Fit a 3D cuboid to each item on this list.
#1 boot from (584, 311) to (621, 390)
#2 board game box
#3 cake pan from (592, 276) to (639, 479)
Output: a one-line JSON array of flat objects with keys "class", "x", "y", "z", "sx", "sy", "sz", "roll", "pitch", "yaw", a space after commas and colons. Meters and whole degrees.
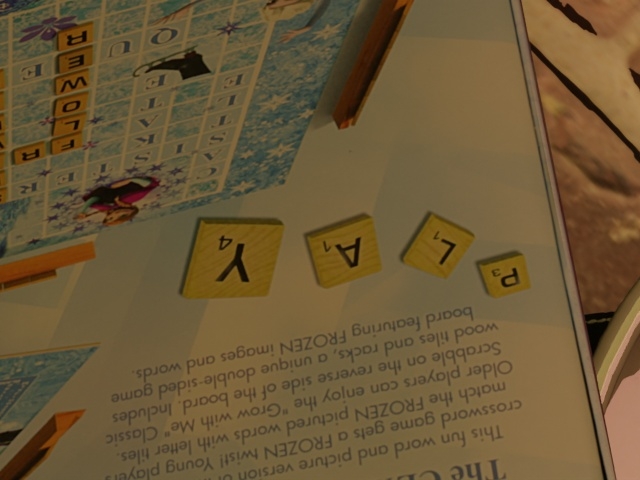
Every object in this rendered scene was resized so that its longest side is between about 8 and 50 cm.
[{"class": "boot", "x": 0.000, "y": -0.001, "z": 0.682, "sx": 0.236, "sy": 0.085, "sz": 0.179, "roll": -7, "pitch": 68, "yaw": -30}, {"class": "board game box", "x": -0.091, "y": 0.021, "z": 0.513, "sx": 0.318, "sy": 0.066, "sz": 0.318, "roll": -11, "pitch": 57, "yaw": 8}, {"class": "cake pan", "x": 0.197, "y": 0.119, "z": 0.642, "sx": 0.293, "sy": 0.054, "sz": 0.293, "roll": 6, "pitch": 73, "yaw": -20}]
